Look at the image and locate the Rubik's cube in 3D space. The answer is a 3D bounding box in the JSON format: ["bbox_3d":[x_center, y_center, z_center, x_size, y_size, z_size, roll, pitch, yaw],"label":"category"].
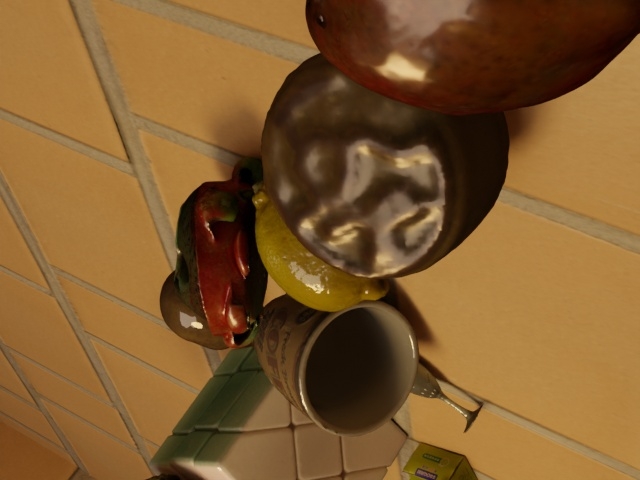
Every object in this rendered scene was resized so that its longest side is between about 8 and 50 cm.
[{"bbox_3d":[-0.085,0.417,2.099,0.319,0.322,0.316,46,149,-17],"label":"Rubik's cube"}]

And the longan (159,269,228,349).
[{"bbox_3d":[-0.210,0.121,1.975,0.167,0.167,0.187,4,139,45],"label":"longan"}]

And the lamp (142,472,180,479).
[{"bbox_3d":[-0.293,0.559,1.986,0.247,0.247,0.247,27,150,18],"label":"lamp"}]

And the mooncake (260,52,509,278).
[{"bbox_3d":[0.069,-0.099,1.244,0.284,0.155,0.284,14,119,28],"label":"mooncake"}]

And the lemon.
[{"bbox_3d":[0.000,0.000,1.542,0.248,0.184,0.184,42,152,8],"label":"lemon"}]

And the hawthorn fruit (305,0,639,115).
[{"bbox_3d":[0.138,-0.246,0.918,0.325,0.308,0.308,33,153,31],"label":"hawthorn fruit"}]

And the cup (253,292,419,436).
[{"bbox_3d":[-0.005,0.144,1.758,0.257,0.227,0.301,19,118,54],"label":"cup"}]

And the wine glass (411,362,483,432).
[{"bbox_3d":[0.182,0.253,1.827,0.198,0.066,0.066,34,151,7],"label":"wine glass"}]

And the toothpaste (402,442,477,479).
[{"bbox_3d":[0.279,0.540,2.124,0.110,0.077,0.327,11,142,42],"label":"toothpaste"}]

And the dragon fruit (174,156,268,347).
[{"bbox_3d":[-0.145,0.017,1.642,0.130,0.295,0.268,2,171,11],"label":"dragon fruit"}]
